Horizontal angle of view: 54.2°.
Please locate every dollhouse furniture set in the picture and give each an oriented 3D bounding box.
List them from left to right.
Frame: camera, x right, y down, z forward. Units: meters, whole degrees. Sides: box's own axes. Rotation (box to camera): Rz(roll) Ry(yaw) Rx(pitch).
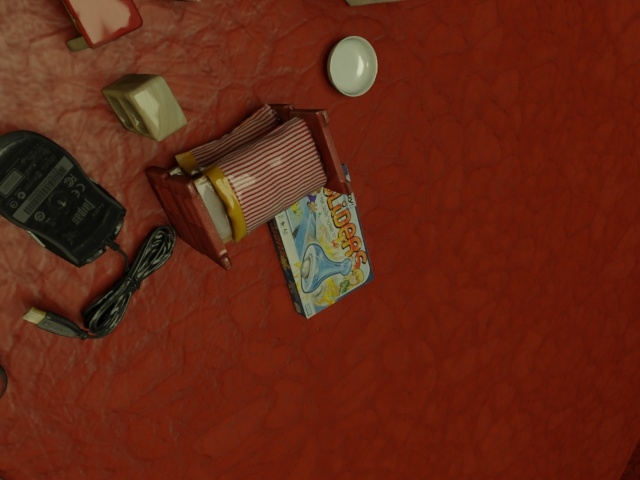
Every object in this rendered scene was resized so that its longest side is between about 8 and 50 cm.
[{"bbox_3d":[-0.134,-0.178,0.723,0.201,0.152,0.374,-35,121,-21],"label":"dollhouse furniture set"}]

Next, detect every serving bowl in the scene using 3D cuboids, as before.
[{"bbox_3d":[0.041,-0.251,0.900,0.083,0.027,0.083,-11,110,-32],"label":"serving bowl"}]

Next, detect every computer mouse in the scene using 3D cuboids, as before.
[{"bbox_3d":[-0.306,0.003,0.723,0.184,0.060,0.262,-58,138,-11],"label":"computer mouse"}]

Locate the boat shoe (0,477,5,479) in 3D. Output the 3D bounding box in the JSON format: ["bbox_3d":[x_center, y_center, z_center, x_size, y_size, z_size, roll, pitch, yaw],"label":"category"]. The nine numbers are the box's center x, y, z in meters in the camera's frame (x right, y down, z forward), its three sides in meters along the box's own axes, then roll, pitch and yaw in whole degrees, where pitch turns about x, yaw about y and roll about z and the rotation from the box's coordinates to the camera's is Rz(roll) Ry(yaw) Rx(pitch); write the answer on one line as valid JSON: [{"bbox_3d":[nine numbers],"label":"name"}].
[{"bbox_3d":[-0.435,0.287,0.718,0.063,0.066,0.184,-50,135,-13],"label":"boat shoe"}]

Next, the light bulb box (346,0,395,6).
[{"bbox_3d":[0.083,-0.464,0.661,0.361,0.358,0.225,39,83,-35],"label":"light bulb box"}]

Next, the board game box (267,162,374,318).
[{"bbox_3d":[0.000,0.000,0.942,0.136,0.035,0.201,-29,118,-24],"label":"board game box"}]

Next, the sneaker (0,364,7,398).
[{"bbox_3d":[-0.458,0.174,0.620,0.276,0.135,0.098,-1,103,-35],"label":"sneaker"}]
